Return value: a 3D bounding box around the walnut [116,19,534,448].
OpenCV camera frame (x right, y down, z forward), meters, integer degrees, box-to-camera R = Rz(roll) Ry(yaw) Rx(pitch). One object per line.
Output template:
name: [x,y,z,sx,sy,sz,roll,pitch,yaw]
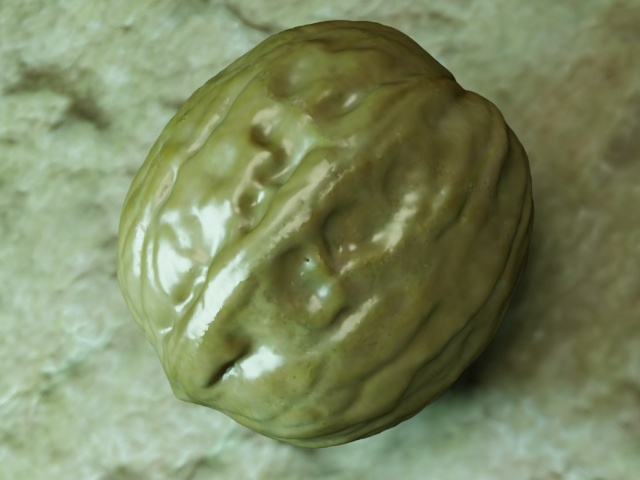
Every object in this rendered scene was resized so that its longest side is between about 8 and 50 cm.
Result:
walnut: [0.000,0.000,0.851,0.213,0.213,0.213,-10,62,18]
